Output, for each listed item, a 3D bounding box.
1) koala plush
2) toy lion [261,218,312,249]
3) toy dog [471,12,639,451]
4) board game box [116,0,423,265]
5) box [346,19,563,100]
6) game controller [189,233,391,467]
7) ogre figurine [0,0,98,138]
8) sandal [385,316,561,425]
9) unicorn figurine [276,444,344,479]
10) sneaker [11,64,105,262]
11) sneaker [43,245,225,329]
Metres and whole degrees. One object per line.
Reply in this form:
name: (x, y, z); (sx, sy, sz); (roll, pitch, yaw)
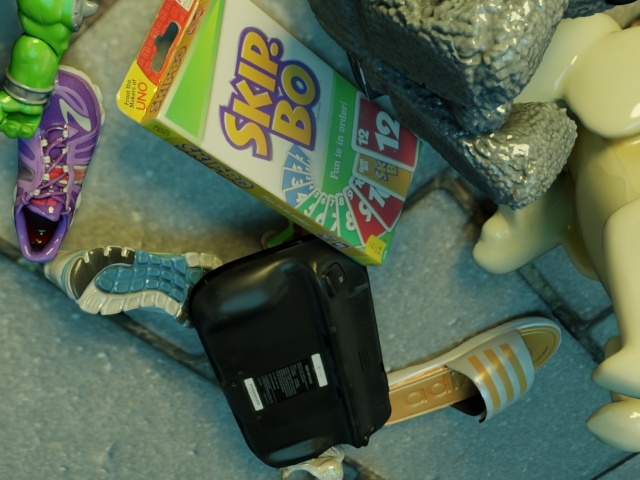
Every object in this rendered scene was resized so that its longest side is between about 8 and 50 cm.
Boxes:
koala plush: (0.122, -0.179, 0.470); (0.221, 0.203, 0.196); (-43, 151, -1)
toy lion: (0.000, 0.000, 0.722); (0.096, 0.034, 0.100); (-36, 129, 2)
toy dog: (0.349, 0.020, 0.583); (0.395, 0.408, 0.284); (-24, 140, -12)
board game box: (-0.026, -0.090, 0.594); (0.259, 0.039, 0.124); (31, 69, -32)
box: (0.081, -0.232, 0.549); (0.175, 0.051, 0.220); (-23, 130, 1)
game controller: (-0.019, 0.124, 0.754); (0.166, 0.067, 0.319); (-13, 134, -1)
ogre figurine: (-0.229, -0.165, 0.474); (0.118, 0.097, 0.197); (-34, 101, 14)
sandal: (0.170, 0.180, 0.882); (0.265, 0.076, 0.102); (-23, 130, 1)
unicorn figurine: (-0.002, 0.318, 0.947); (0.111, 0.060, 0.162); (0, 127, -16)
sneaker: (-0.206, -0.055, 0.587); (0.068, 0.071, 0.170); (4, 125, -20)
sneaker: (-0.161, 0.034, 0.681); (0.191, 0.083, 0.071); (19, 84, -49)
